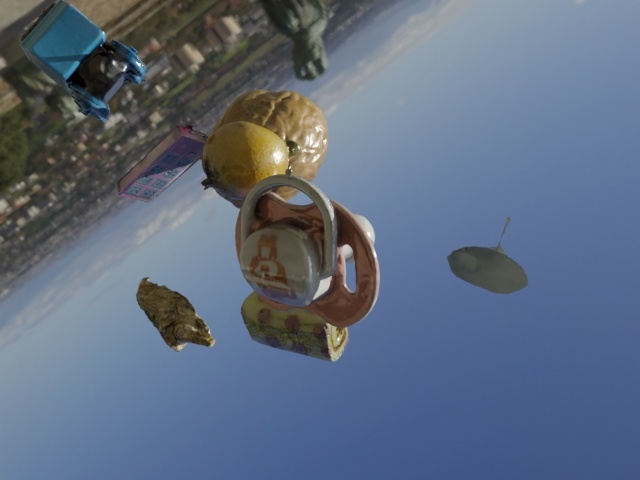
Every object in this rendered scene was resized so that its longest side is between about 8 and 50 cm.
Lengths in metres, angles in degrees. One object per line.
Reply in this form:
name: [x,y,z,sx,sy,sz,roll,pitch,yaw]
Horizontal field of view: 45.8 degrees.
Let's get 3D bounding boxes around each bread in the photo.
bread: [-0.085,0.273,2.451,0.339,0.187,0.155,10,-135,32]

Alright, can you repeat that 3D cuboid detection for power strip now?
power strip: [-0.388,-0.185,1.870,0.279,0.037,0.109,-36,152,27]

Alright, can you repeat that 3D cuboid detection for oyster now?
oyster: [-0.419,0.207,2.092,0.110,0.341,0.166,-36,150,-20]

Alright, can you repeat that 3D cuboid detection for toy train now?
toy train: [-0.562,-0.423,1.786,0.188,0.265,0.300,-51,-165,-7]

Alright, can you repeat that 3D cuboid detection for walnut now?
walnut: [-0.127,-0.216,1.769,0.277,0.252,0.313,-42,-165,41]

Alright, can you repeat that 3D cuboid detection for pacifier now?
pacifier: [-0.018,0.024,1.354,0.332,0.273,0.220,10,-103,40]

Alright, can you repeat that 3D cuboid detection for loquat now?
loquat: [-0.137,-0.157,1.474,0.205,0.149,0.172,-12,173,-15]

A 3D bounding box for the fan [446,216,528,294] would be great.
fan: [0.363,0.029,1.581,0.310,0.182,0.010,93,20,-61]
